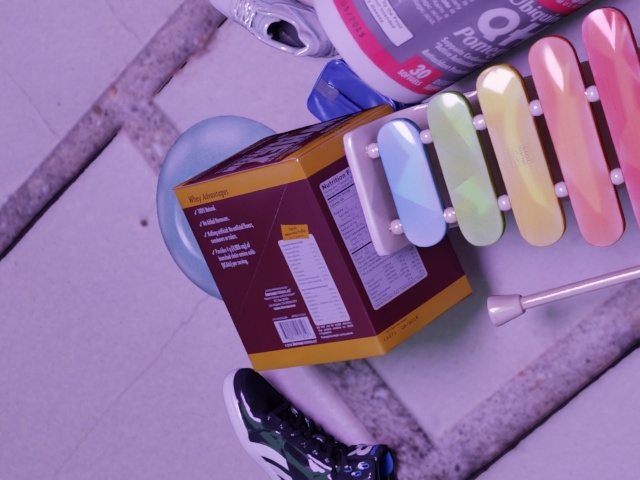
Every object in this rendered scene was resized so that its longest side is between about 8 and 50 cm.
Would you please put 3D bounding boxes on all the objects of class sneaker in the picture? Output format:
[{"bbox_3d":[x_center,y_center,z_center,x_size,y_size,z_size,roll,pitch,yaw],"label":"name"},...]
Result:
[{"bbox_3d":[-0.052,-0.217,1.878,0.152,0.061,0.053,28,116,24],"label":"sneaker"},{"bbox_3d":[0.003,0.202,1.939,0.121,0.079,0.217,-29,94,29],"label":"sneaker"}]

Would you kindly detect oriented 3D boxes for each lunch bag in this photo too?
[{"bbox_3d":[0.041,-0.125,1.840,0.098,0.065,0.067,37,118,19],"label":"lunch bag"}]

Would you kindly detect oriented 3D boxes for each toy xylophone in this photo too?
[{"bbox_3d":[0.193,-0.052,1.672,0.323,0.081,0.236,-22,97,25],"label":"toy xylophone"}]

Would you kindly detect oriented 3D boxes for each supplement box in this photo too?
[{"bbox_3d":[0.000,0.000,1.810,0.191,0.129,0.194,-12,106,50],"label":"supplement box"}]

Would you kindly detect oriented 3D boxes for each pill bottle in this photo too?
[{"bbox_3d":[0.158,-0.261,1.673,0.318,0.176,0.176,-30,85,33],"label":"pill bottle"}]

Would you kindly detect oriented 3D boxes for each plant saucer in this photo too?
[{"bbox_3d":[-0.093,-0.026,1.961,0.195,0.037,0.195,8,105,29],"label":"plant saucer"}]
